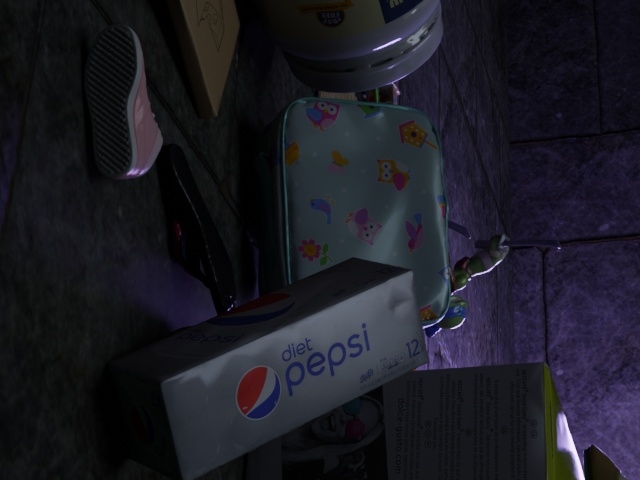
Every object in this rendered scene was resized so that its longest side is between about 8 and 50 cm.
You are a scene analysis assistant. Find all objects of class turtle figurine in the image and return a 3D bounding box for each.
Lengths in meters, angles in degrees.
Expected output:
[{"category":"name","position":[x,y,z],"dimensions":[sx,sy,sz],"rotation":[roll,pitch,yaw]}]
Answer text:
[{"category":"turtle figurine","position":[0.177,-0.030,1.929],"dimensions":[0.266,0.198,0.274],"rotation":[60,-33,30]}]

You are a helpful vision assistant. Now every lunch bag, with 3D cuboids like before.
[{"category":"lunch bag","position":[0.030,-0.028,1.596],"dimensions":[0.108,0.224,0.279],"rotation":[138,-49,-65]}]

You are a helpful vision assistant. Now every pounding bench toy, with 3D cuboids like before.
[{"category":"pounding bench toy","position":[0.091,-0.216,2.160],"dimensions":[0.083,0.052,0.065],"rotation":[44,43,-66]}]

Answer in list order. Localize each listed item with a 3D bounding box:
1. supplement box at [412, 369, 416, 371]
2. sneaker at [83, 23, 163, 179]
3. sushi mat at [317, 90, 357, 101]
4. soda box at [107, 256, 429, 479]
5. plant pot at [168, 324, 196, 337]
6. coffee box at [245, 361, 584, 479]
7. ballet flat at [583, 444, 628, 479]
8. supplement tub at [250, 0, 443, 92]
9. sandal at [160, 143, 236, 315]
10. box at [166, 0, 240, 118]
[{"category":"supplement box","position":[0.100,0.115,2.026],"dimensions":[0.078,0.080,0.233],"rotation":[52,37,-58]},{"category":"sneaker","position":[-0.170,-0.117,1.204],"dimensions":[0.070,0.051,0.134],"rotation":[12,77,-75]},{"category":"sushi mat","position":[0.018,-0.129,1.932],"dimensions":[0.151,0.019,0.316],"rotation":[67,23,-49]},{"category":"soda box","position":[-0.040,0.108,1.230],"dimensions":[0.286,0.091,0.098],"rotation":[-23,111,-34]},{"category":"plant pot","position":[-0.101,0.116,1.318],"dimensions":[0.083,0.081,0.081],"rotation":[-79,158,-71]},{"category":"coffee box","position":[0.119,0.366,1.527],"dimensions":[0.337,0.334,0.338],"rotation":[61,27,-54]},{"category":"ballet flat","position":[0.344,0.334,1.584],"dimensions":[0.232,0.073,0.080],"rotation":[-83,161,-45]},{"category":"supplement tub","position":[0.014,-0.358,1.598],"dimensions":[0.235,0.235,0.325],"rotation":[-80,157,-45]},{"category":"sandal","position":[-0.127,-0.006,1.352],"dimensions":[0.067,0.040,0.179],"rotation":[-32,101,-79]},{"category":"box","position":[-0.124,-0.253,1.430],"dimensions":[0.201,0.021,0.164],"rotation":[78,15,-46]}]
